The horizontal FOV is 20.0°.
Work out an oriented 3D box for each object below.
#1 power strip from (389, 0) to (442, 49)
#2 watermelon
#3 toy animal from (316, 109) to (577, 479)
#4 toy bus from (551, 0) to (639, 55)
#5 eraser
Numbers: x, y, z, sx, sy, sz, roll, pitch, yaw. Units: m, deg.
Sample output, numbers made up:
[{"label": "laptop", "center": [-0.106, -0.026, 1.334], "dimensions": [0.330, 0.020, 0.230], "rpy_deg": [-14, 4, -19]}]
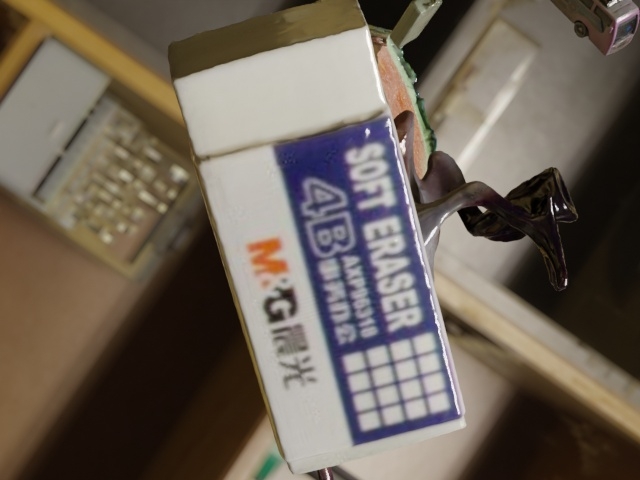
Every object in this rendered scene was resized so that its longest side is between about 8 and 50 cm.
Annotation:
[{"label": "power strip", "center": [0.083, -0.194, 1.603], "dimensions": [0.027, 0.017, 0.083], "rpy_deg": [-31, 172, -25]}, {"label": "watermelon", "center": [0.054, -0.114, 1.957], "dimensions": [0.226, 0.148, 0.318], "rpy_deg": [69, 24, -62]}, {"label": "toy animal", "center": [0.056, 0.034, 1.485], "dimensions": [0.324, 0.195, 0.090], "rpy_deg": [-42, 172, 10]}, {"label": "toy bus", "center": [0.221, -0.220, 1.568], "dimensions": [0.037, 0.130, 0.052], "rpy_deg": [-30, 157, -28]}, {"label": "eraser", "center": [0.000, 0.000, 1.125], "dimensions": [0.124, 0.279, 0.081], "rpy_deg": [-15, -156, 2]}]
